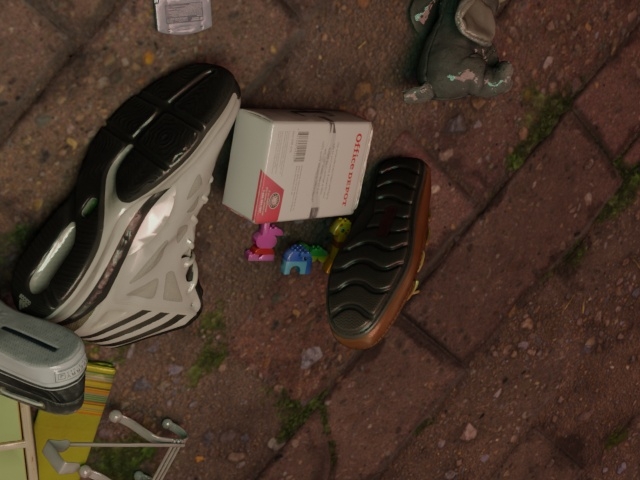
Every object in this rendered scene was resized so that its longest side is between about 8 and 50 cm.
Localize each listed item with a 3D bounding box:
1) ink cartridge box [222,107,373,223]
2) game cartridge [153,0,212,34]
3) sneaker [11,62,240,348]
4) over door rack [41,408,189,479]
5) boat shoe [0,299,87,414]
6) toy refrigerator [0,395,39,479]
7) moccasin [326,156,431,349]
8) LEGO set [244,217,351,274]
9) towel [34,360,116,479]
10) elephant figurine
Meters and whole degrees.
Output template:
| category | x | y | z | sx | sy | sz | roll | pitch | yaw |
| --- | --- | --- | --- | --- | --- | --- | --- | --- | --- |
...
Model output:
| category | x | y | z | sx | sy | sz | roll | pitch | yaw |
| --- | --- | --- | --- | --- | --- | --- | --- | --- | --- |
| ink cartridge box | -0.033 | -0.119 | 1.395 | 0.218 | 0.092 | 0.158 | -6 | 115 | -44 |
| game cartridge | -0.198 | -0.325 | 1.301 | 0.083 | 0.017 | 0.056 | -11 | 112 | -23 |
| sneaker | -0.236 | -0.036 | 1.354 | 0.447 | 0.169 | 0.257 | -53 | 143 | -5 |
| over door rack | -0.371 | 0.395 | 1.419 | 0.239 | 0.108 | 0.324 | -62 | 155 | 8 |
| boat shoe | -0.455 | 0.143 | 1.206 | 0.121 | 0.335 | 0.119 | -36 | 141 | -48 |
| toy refrigerator | -0.485 | 0.264 | 1.351 | 0.102 | 0.094 | 0.269 | -5 | 113 | -17 |
| moccasin | 0.102 | 0.029 | 1.444 | 0.139 | 0.380 | 0.147 | -3 | 131 | 17 |
| LEGO set | 0.000 | 0.000 | 1.500 | 0.227 | 0.087 | 0.093 | 0 | 111 | -28 |
| towel | -0.413 | 0.299 | 1.459 | 0.102 | 0.021 | 0.237 | 14 | 105 | -25 |
| elephant figurine | 0.227 | -0.351 | 1.447 | 0.169 | 0.186 | 0.239 | 0 | 105 | 19 |
